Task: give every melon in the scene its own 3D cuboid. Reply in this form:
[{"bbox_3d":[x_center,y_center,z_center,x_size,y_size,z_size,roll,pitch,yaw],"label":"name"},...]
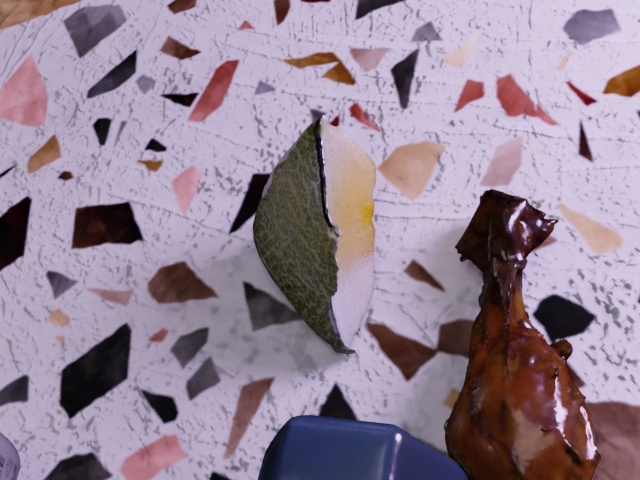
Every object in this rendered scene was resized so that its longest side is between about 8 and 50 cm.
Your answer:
[{"bbox_3d":[-0.005,0.000,0.957,0.139,0.093,0.203,-9,82,44],"label":"melon"}]

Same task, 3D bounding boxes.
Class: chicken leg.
[{"bbox_3d":[0.145,0.078,0.846,0.113,0.093,0.305,-17,49,21],"label":"chicken leg"}]

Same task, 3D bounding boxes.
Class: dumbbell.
[{"bbox_3d":[0.002,0.283,0.717,0.143,0.156,0.316,-19,47,43],"label":"dumbbell"}]

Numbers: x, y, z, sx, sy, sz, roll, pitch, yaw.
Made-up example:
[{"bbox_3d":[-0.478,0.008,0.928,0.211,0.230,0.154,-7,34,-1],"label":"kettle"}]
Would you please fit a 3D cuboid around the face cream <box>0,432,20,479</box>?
[{"bbox_3d":[-0.338,0.221,0.848,0.177,0.177,0.153,-5,55,15],"label":"face cream"}]
